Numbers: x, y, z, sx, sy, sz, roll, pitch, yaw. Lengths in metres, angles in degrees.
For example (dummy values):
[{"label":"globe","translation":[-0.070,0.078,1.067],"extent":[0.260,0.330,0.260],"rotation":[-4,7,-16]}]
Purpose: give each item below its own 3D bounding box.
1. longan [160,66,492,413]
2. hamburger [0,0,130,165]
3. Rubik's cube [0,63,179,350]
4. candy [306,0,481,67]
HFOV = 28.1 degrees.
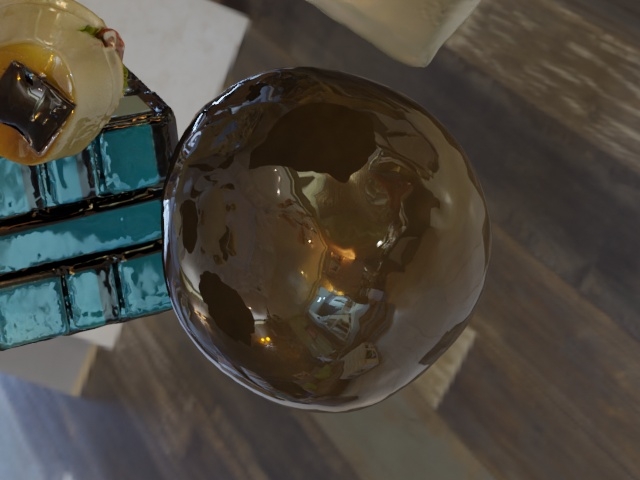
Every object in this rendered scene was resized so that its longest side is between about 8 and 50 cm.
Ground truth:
[{"label":"longan","translation":[0.002,-0.001,1.073],"extent":[0.297,0.297,0.297],"rotation":[-22,61,48]},{"label":"hamburger","translation":[-0.306,-0.174,1.394],"extent":[0.210,0.173,0.116],"rotation":[-49,17,44]},{"label":"Rubik's cube","translation":[-0.341,-0.052,1.677],"extent":[0.293,0.288,0.283],"rotation":[-131,34,-59]},{"label":"candy","translation":[-0.011,-0.296,0.865],"extent":[0.145,0.359,0.208],"rotation":[-45,19,43]}]
